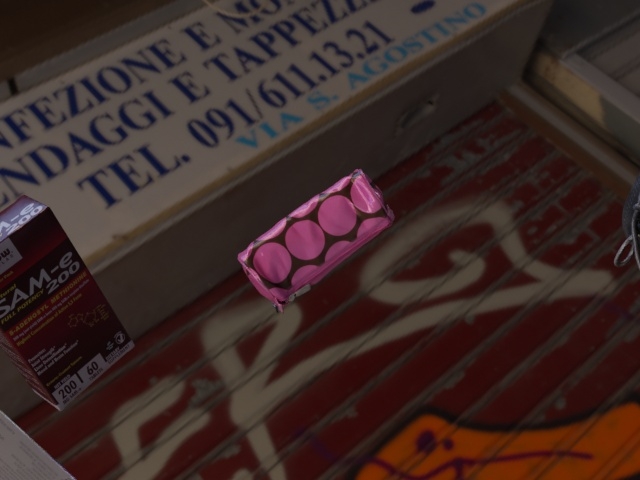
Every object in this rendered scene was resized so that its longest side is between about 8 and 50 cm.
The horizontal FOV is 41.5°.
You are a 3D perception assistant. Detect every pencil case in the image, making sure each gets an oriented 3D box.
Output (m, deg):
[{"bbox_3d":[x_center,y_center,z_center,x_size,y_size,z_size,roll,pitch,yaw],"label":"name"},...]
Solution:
[{"bbox_3d":[0.000,0.000,1.106,0.209,0.098,0.095,-39,-40,-6],"label":"pencil case"}]

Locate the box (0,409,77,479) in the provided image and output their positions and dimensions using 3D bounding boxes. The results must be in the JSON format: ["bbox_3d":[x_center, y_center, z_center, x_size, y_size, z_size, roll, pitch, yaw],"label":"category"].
[{"bbox_3d":[-0.298,0.127,0.629,0.063,0.324,0.067,-41,7,50],"label":"box"}]

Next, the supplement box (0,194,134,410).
[{"bbox_3d":[-0.344,0.079,1.045,0.130,0.073,0.239,-43,-50,-27],"label":"supplement box"}]

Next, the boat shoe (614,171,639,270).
[{"bbox_3d":[0.439,-0.021,1.005,0.500,0.156,0.187,-34,-31,-59],"label":"boat shoe"}]
